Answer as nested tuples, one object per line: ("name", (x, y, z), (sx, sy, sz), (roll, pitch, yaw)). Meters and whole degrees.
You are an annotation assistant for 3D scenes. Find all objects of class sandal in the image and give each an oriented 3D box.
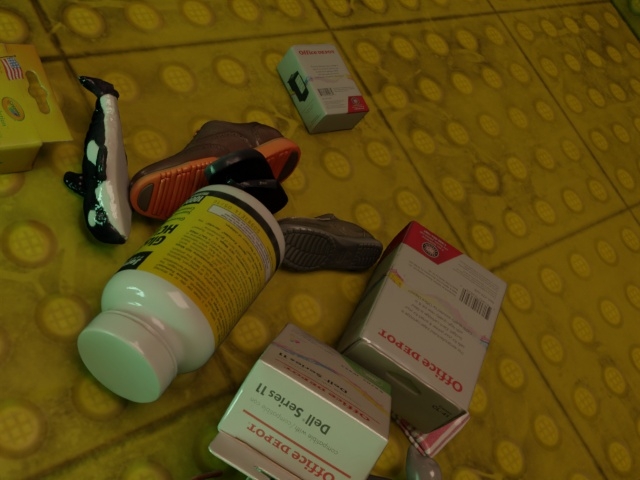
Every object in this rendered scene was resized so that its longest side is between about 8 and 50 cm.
("sandal", (-0.111, -0.088, 1.381), (0.055, 0.097, 0.254), (62, 11, 22))

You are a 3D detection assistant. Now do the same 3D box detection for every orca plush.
("orca plush", (-0.373, -0.124, 1.299), (0.102, 0.151, 0.287), (-11, 83, 1))

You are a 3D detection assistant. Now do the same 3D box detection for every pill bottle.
("pill bottle", (-0.207, 0.077, 1.223), (0.188, 0.188, 0.334), (41, 46, -5))

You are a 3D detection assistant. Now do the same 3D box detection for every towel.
("towel", (0.178, 0.281, 1.462), (0.144, 0.029, 0.197), (-32, 82, -42))

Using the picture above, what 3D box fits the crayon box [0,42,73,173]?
("crayon box", (-0.566, -0.196, 1.228), (0.318, 0.081, 0.202), (-12, 69, -38))

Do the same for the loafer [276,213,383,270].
("loafer", (0.000, 0.000, 1.495), (0.251, 0.094, 0.087), (11, 31, -39))

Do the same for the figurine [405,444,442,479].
("figurine", (0.195, 0.462, 1.303), (0.215, 0.092, 0.209), (46, 36, -22))

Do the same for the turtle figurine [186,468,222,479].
("turtle figurine", (-0.066, 0.436, 1.155), (0.269, 0.087, 0.217), (16, 54, -25))

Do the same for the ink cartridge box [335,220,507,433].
("ink cartridge box", (0.179, 0.148, 1.439), (0.226, 0.131, 0.306), (35, 50, -5))

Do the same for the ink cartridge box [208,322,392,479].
("ink cartridge box", (-0.013, 0.243, 1.140), (0.207, 0.119, 0.353), (31, 7, 2))

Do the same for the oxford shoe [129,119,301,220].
("oxford shoe", (-0.203, -0.133, 1.428), (0.132, 0.130, 0.363), (44, 38, 23))

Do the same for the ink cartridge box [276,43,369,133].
("ink cartridge box", (0.005, -0.321, 1.704), (0.127, 0.072, 0.175), (-13, 70, -39))

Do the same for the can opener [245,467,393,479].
("can opener", (0.004, 0.350, 1.189), (0.280, 0.074, 0.093), (27, 33, -35))
